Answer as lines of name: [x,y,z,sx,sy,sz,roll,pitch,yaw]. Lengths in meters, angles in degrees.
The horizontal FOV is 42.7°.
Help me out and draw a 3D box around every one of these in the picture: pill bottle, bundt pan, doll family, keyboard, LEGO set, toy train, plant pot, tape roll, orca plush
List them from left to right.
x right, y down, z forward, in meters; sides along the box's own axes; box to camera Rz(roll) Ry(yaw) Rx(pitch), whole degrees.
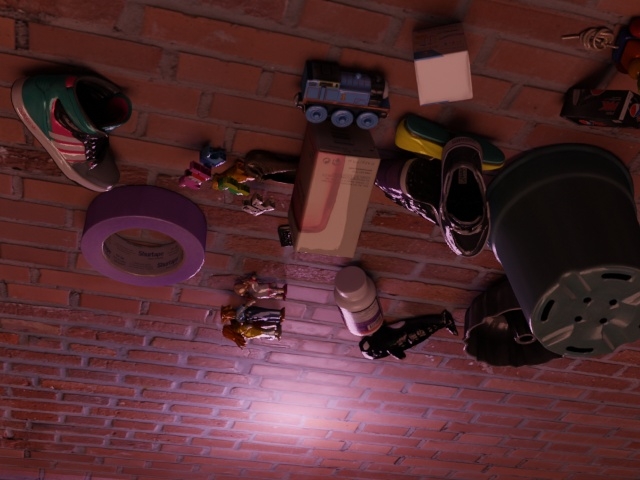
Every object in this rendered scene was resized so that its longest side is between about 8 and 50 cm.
tape roll: [-0.398,-0.005,1.857,0.275,0.090,0.274,-1,144,-1]
LEGO set: [-0.208,-0.123,1.710,0.093,0.087,0.227,-26,143,34]
doll family: [-0.178,0.202,2.120,0.163,0.118,0.263,4,144,-7]
keyboard: [0.000,0.000,1.918,0.192,0.038,0.100,-4,144,6]
toy train: [0.045,-0.269,1.520,0.184,0.080,0.105,6,137,-9]
pill bottle: [0.093,0.150,2.065,0.108,0.108,0.193,-8,143,10]
orca plush: [0.240,0.290,2.264,0.287,0.102,0.151,-12,143,14]
bundt pan: [0.528,0.207,2.141,0.331,0.124,0.330,-1,143,-1]
plant pot: [0.517,0.035,1.672,0.341,0.334,0.341,-1,131,-1]
toy train: [0.556,-0.304,1.426,0.248,0.143,0.105,-1,143,-1]

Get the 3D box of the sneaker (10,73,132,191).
sneaker: [-0.426,-0.209,1.559,0.179,0.123,0.295,-6,143,23]

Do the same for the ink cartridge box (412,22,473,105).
ink cartridge box: [0.210,-0.311,1.423,0.092,0.143,0.089,-8,126,9]

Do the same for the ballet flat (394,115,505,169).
ballet flat: [0.254,-0.183,1.643,0.231,0.077,0.077,18,138,-13]

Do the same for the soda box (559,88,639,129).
soda box: [0.518,-0.243,1.501,0.053,0.060,0.169,17,-177,-24]

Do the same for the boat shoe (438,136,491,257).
boat shoe: [0.290,-0.060,1.633,0.108,0.102,0.301,-1,134,8]

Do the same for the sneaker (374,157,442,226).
sneaker: [0.208,-0.109,1.750,0.124,0.107,0.283,13,167,38]

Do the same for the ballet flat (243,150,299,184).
ballet flat: [-0.037,-0.137,1.712,0.250,0.058,0.084,9,143,-13]

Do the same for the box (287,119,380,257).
box: [0.021,-0.104,1.624,0.127,0.148,0.232,6,122,-13]
